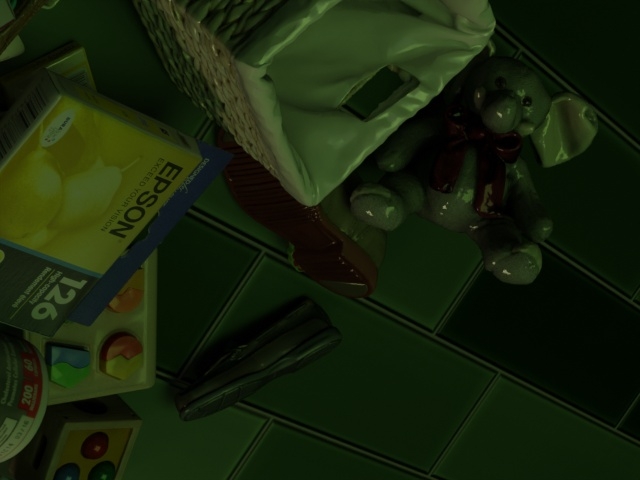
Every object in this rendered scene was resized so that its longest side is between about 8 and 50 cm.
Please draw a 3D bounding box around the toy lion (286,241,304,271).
[{"bbox_3d":[0.000,0.000,2.231,0.096,0.034,0.100,7,113,-36],"label":"toy lion"}]

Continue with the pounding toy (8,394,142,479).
[{"bbox_3d":[-0.341,0.250,2.045,0.206,0.094,0.181,4,115,-44],"label":"pounding toy"}]

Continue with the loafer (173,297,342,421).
[{"bbox_3d":[-0.099,0.169,2.238,0.267,0.084,0.096,-25,163,-23],"label":"loafer"}]

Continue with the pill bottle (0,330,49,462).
[{"bbox_3d":[-0.467,0.155,1.813,0.283,0.161,0.161,27,98,-49],"label":"pill bottle"}]

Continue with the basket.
[{"bbox_3d":[-0.013,-0.279,1.796,0.328,0.266,0.331,-44,153,-11],"label":"basket"}]

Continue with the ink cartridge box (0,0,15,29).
[{"bbox_3d":[-0.409,-0.249,1.573,0.127,0.175,0.072,-37,140,-16],"label":"ink cartridge box"}]

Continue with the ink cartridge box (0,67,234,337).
[{"bbox_3d":[-0.284,-0.023,1.807,0.307,0.072,0.303,24,114,-44],"label":"ink cartridge box"}]

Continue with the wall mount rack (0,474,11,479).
[{"bbox_3d":[-0.362,0.384,1.959,0.350,0.304,0.130,40,56,-43],"label":"wall mount rack"}]

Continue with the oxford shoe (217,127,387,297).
[{"bbox_3d":[-0.020,-0.071,2.117,0.348,0.123,0.130,54,48,-40],"label":"oxford shoe"}]

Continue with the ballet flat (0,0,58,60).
[{"bbox_3d":[-0.331,-0.273,1.695,0.342,0.116,0.124,-49,157,-10],"label":"ballet flat"}]

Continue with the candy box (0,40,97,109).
[{"bbox_3d":[-0.305,-0.128,1.863,0.105,0.027,0.206,-28,134,-19],"label":"candy box"}]

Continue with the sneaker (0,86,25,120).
[{"bbox_3d":[-0.374,-0.097,1.791,0.084,0.069,0.185,38,106,-26],"label":"sneaker"}]

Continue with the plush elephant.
[{"bbox_3d":[0.228,-0.137,2.157,0.330,0.272,0.255,-61,176,-64],"label":"plush elephant"}]

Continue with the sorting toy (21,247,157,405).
[{"bbox_3d":[-0.288,0.110,2.000,0.208,0.038,0.193,-8,106,-40],"label":"sorting toy"}]
